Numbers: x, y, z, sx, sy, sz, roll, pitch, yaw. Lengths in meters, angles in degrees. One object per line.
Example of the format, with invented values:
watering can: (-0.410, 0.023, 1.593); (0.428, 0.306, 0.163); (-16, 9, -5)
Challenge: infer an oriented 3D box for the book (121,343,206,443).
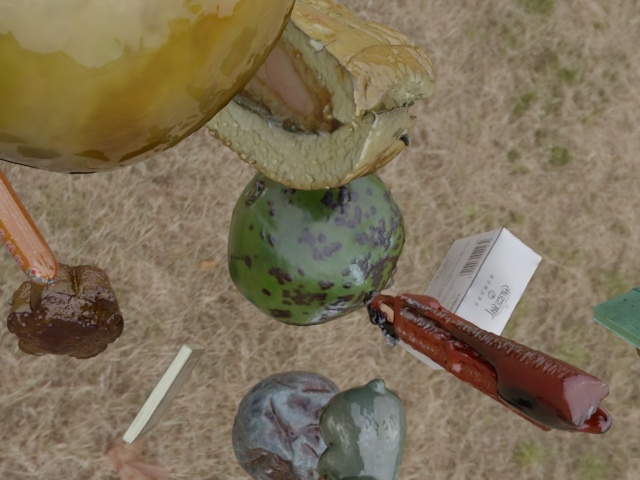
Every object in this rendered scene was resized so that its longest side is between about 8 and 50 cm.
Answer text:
book: (-0.298, 0.290, 1.558); (0.027, 0.264, 0.202); (32, 83, 1)

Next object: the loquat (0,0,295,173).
loquat: (-0.136, -0.168, 0.424); (0.263, 0.263, 0.263); (9, 69, -26)

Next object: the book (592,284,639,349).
book: (0.353, 0.068, 0.797); (0.135, 0.103, 0.017); (-19, 118, -17)

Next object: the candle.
candle: (0.132, 0.098, 0.726); (0.059, 0.302, 0.084); (-34, 124, -22)

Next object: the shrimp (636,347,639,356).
shrimp: (0.533, 0.113, 1.038); (0.253, 0.058, 0.173); (-16, 42, -4)

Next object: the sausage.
sausage: (-0.483, -0.076, 1.177); (0.053, 0.053, 0.348); (-30, 85, -32)

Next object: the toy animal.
toy animal: (0.056, 0.308, 1.002); (0.125, 0.127, 0.251); (-12, 53, 11)

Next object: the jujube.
jujube: (-0.053, 0.384, 1.642); (0.246, 0.308, 0.215); (45, 55, -6)

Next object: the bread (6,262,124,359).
bread: (-0.537, 0.151, 1.684); (0.232, 0.246, 0.135); (9, 47, -33)

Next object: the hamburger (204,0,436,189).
hamburger: (0.006, -0.162, 0.863); (0.209, 0.162, 0.330); (-1, 31, -41)

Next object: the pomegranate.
pomegranate: (0.000, 0.000, 1.084); (0.270, 0.254, 0.254); (35, 58, -41)

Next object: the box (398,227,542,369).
box: (0.283, 0.116, 1.549); (0.111, 0.194, 0.260); (34, 74, -11)
